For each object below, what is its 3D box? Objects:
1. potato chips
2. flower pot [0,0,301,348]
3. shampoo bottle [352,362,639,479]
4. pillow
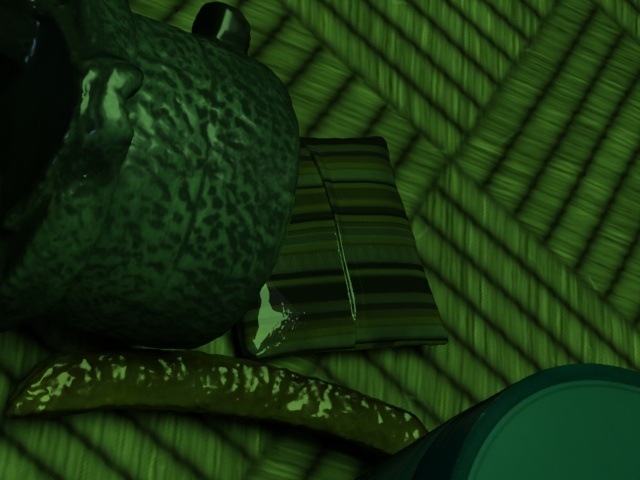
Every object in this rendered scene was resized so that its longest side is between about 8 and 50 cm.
[{"bbox_3d":[-0.064,0.132,1.414,0.407,0.057,0.080,12,72,-29],"label":"potato chips"},{"bbox_3d":[-0.181,-0.069,1.285,0.283,0.299,0.299,17,57,-31],"label":"flower pot"},{"bbox_3d":[0.128,0.301,1.263,0.331,0.343,0.331,16,57,-26],"label":"shampoo bottle"},{"bbox_3d":[0.000,0.000,1.533,0.208,0.052,0.212,-3,66,-32],"label":"pillow"}]
